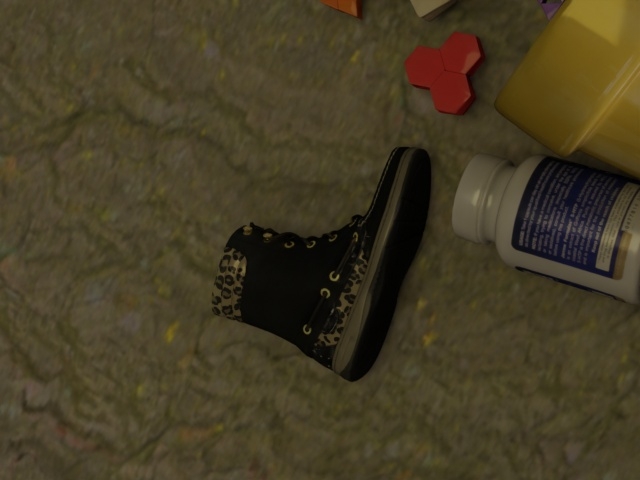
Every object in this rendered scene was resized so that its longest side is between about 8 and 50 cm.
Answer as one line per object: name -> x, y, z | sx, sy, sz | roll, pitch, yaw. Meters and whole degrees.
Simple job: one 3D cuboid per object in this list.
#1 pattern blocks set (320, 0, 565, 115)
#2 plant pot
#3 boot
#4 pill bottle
pattern blocks set -> 0.115, -0.314, 1.758 | 0.285, 0.026, 0.325 | -45, 67, 15
plant pot -> 0.319, -0.148, 1.576 | 0.239, 0.254, 0.254 | 37, 103, 5
boot -> -0.001, 0.001, 1.783 | 0.178, 0.085, 0.236 | 21, 97, 24
pill bottle -> 0.222, -0.018, 1.673 | 0.186, 0.112, 0.112 | 17, 95, 22
